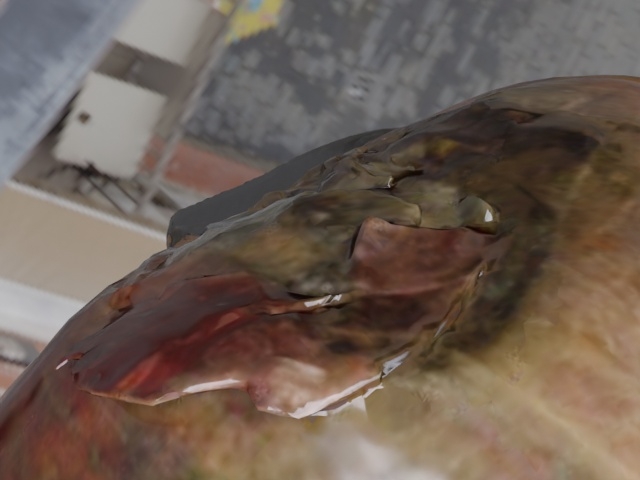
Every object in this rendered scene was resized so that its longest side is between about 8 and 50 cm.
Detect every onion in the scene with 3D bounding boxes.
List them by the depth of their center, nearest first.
[{"bbox_3d":[0.040,0.113,0.569,0.354,0.353,0.353,-14,120,-26],"label":"onion"}]

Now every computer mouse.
[{"bbox_3d":[0.000,0.000,1.498,0.270,0.086,0.137,-23,140,26],"label":"computer mouse"}]
